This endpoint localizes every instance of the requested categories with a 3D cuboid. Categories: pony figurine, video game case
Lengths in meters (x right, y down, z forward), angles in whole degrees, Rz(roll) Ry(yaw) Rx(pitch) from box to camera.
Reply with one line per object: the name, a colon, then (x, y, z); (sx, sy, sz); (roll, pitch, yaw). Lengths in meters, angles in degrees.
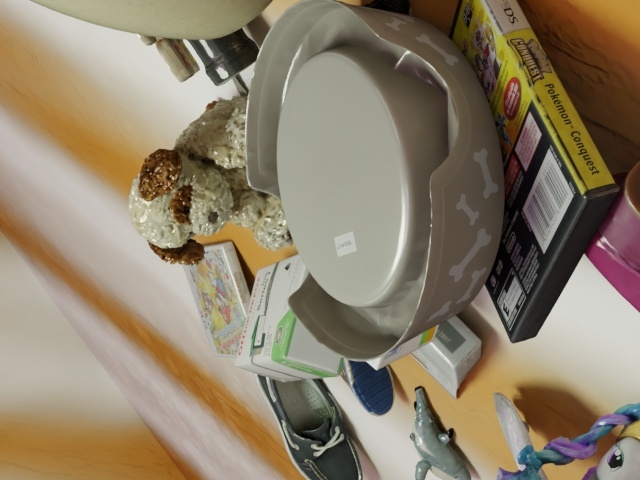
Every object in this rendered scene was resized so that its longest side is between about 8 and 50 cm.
pony figurine: (0.251, 0.331, 1.304); (0.303, 0.363, 0.351); (47, 170, 10)
video game case: (-0.172, 0.107, 2.046); (0.227, 0.026, 0.206); (-8, 101, 64)
video game case: (0.171, -0.072, 1.087); (0.275, 0.035, 0.248); (99, 153, -60)

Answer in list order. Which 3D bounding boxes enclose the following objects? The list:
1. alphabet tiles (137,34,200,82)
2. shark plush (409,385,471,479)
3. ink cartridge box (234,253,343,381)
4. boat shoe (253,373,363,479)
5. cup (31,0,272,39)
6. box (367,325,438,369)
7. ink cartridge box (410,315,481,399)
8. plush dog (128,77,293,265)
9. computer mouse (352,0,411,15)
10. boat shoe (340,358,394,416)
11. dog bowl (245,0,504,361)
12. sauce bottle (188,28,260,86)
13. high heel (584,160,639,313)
alphabet tiles: (-0.242, -0.327, 1.483); (0.284, 0.021, 0.278); (56, -174, -9)
shark plush: (0.174, 0.284, 1.722); (0.067, 0.073, 0.161); (-6, 99, 42)
ink cartridge box: (-0.034, 0.112, 1.673); (0.093, 0.160, 0.219); (19, 164, -19)
boat shoe: (-0.016, 0.318, 2.009); (0.302, 0.114, 0.091); (54, 163, -5)
cup: (-0.154, -0.333, 1.155); (0.331, 0.331, 0.237); (27, 173, 46)
box: (0.083, 0.027, 1.340); (0.114, 0.103, 0.203); (38, 131, 31)
ink cartridge box: (0.130, 0.110, 1.547); (0.189, 0.066, 0.232); (45, 176, 18)
plush dog: (-0.158, -0.084, 1.557); (0.210, 0.225, 0.262); (38, 153, 30)
computer mouse: (0.023, -0.294, 1.156); (0.106, 0.042, 0.193); (18, 139, 55)
boat shoe: (0.052, 0.178, 1.756); (0.183, 0.066, 0.066); (65, 161, -3)
dog bowl: (0.048, -0.063, 1.142); (0.349, 0.102, 0.348); (30, 125, 55)
sauce bottle: (-0.191, -0.346, 1.398); (0.344, 0.111, 0.111); (57, 157, -13)
high heel: (0.369, 0.085, 0.993); (0.377, 0.127, 0.181); (53, 172, 7)
